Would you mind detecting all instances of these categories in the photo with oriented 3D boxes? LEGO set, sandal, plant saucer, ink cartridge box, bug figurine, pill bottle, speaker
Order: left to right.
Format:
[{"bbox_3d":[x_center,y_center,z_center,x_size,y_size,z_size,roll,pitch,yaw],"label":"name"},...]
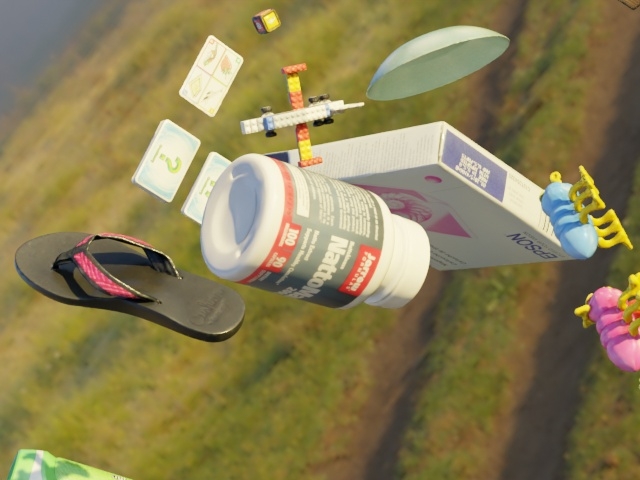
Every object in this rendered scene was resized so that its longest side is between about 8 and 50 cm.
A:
[{"bbox_3d":[-0.304,0.392,2.227,0.131,0.296,0.131,-161,90,-79],"label":"speaker"},{"bbox_3d":[-0.138,0.023,1.141,0.040,0.179,0.067,92,-160,-46],"label":"sandal"},{"bbox_3d":[-0.070,-0.123,1.681,0.060,0.182,0.244,3,63,57],"label":"LEGO set"},{"bbox_3d":[0.000,0.000,1.322,0.108,0.180,0.108,-27,55,48],"label":"pill bottle"},{"bbox_3d":[0.124,-0.043,2.051,0.330,0.324,0.071,-9,64,41],"label":"ink cartridge box"},{"bbox_3d":[0.144,-0.233,1.987,0.195,0.037,0.195,-18,-9,-3],"label":"plant saucer"},{"bbox_3d":[0.281,0.068,1.423,0.072,0.279,0.216,-30,40,13],"label":"bug figurine"}]

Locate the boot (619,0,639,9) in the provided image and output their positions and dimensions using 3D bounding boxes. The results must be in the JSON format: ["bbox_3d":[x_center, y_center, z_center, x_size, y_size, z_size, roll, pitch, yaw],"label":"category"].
[{"bbox_3d":[0.262,-0.257,1.348,0.087,0.118,0.042,-56,27,16],"label":"boot"}]
